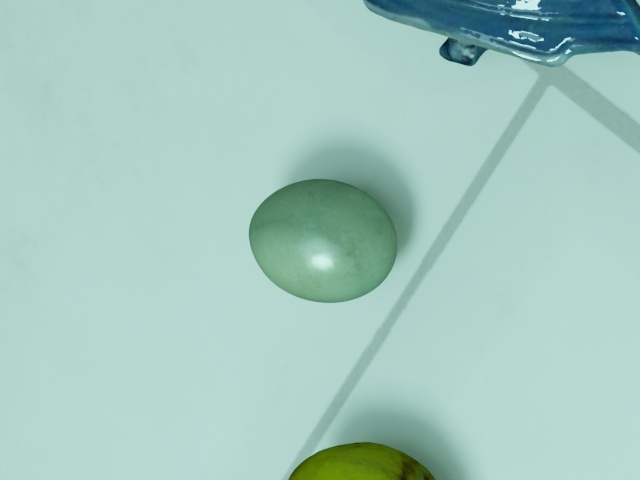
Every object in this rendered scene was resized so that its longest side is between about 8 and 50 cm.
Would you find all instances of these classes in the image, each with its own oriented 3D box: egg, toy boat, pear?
[{"bbox_3d":[0.000,0.000,1.457,0.152,0.114,0.114,8,103,34],"label":"egg"},{"bbox_3d":[0.142,-0.206,1.324,0.309,0.129,0.142,21,147,31],"label":"toy boat"},{"bbox_3d":[0.038,0.258,1.461,0.162,0.149,0.149,-13,91,29],"label":"pear"}]
